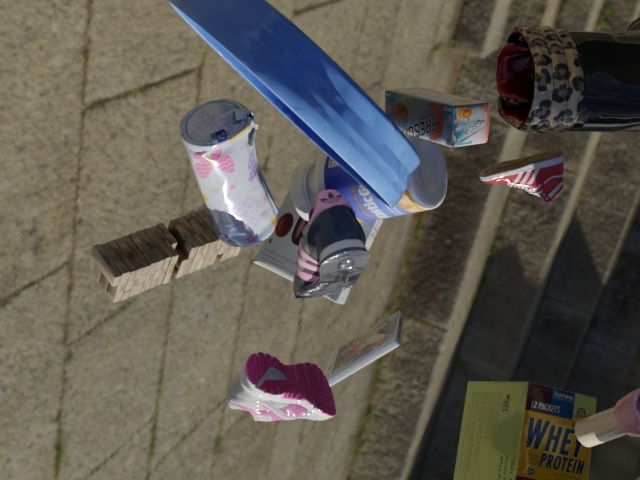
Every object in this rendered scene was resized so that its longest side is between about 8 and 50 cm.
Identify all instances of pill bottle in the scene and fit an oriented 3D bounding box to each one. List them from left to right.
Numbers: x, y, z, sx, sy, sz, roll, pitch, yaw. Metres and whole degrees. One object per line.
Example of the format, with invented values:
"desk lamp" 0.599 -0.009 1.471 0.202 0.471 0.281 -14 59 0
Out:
"pill bottle" 0.083 -0.110 1.700 0.152 0.272 0.152 21 63 -51

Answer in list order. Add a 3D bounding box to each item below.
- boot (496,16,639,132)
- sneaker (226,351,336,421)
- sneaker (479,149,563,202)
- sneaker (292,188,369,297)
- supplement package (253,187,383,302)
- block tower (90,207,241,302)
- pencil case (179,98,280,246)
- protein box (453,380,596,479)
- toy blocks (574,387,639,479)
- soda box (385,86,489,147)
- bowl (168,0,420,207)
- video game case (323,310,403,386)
"boot" 0.364 -0.216 1.149 0.377 0.284 0.138 -93 -175 -62
"sneaker" -0.075 0.280 1.686 0.252 0.111 0.103 27 40 -40
"sneaker" 0.281 -0.079 1.267 0.042 0.118 0.067 -108 -175 -67
"sneaker" 0.011 0.013 1.604 0.319 0.112 0.131 126 -48 -67
"supplement package" 0.000 0.000 1.907 0.203 0.194 0.149 -65 172 -2
"block tower" -0.311 0.022 1.889 0.335 0.091 0.097 -21 149 -41
"pencil case" -0.151 -0.111 1.566 0.124 0.113 0.273 -22 138 -9
"protein box" 0.341 0.348 1.550 0.201 0.136 0.199 157 -54 -69
"toy blocks" 0.556 0.357 1.243 0.260 0.289 0.308 -37 -132 46
"soda box" 0.161 -0.176 1.296 0.063 0.183 0.058 -10 109 -24
"bowl" -0.026 -0.199 1.189 0.077 0.391 0.391 -47 163 2
"video game case" 0.097 0.247 2.092 0.201 0.023 0.183 -33 -171 15
